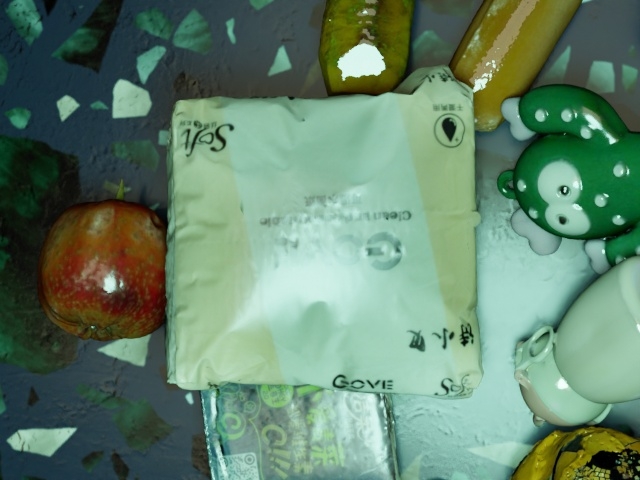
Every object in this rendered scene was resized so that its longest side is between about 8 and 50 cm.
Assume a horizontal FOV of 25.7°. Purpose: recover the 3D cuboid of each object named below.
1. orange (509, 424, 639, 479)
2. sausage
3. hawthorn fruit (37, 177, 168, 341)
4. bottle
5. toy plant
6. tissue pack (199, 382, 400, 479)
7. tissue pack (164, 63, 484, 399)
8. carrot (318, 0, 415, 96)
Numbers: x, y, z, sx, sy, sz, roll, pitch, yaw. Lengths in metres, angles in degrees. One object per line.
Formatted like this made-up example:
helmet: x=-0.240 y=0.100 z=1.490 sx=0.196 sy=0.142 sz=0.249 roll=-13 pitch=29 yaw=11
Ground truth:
orange: x=0.308 y=0.324 z=1.613 sx=0.182 sy=0.234 sz=0.234 roll=43 pitch=95 yaw=-18
sausage: x=0.239 y=-0.259 z=1.691 sx=0.105 sy=0.105 sz=0.274 roll=31 pitch=95 yaw=6
hawthorn fruit: x=-0.261 y=0.022 z=1.724 sx=0.179 sy=0.179 sz=0.200 roll=0 pitch=73 yaw=7
bottle: x=0.326 y=0.136 z=1.643 sx=0.147 sy=0.147 sz=0.236 roll=50 pitch=129 yaw=4
toy plant: x=0.314 y=-0.067 z=1.647 sx=0.243 sy=0.112 sz=0.232 roll=22 pitch=127 yaw=25
tissue pack: x=-0.026 y=0.238 z=1.739 sx=0.235 sy=0.073 sz=0.173 roll=-9 pitch=87 yaw=7
tissue pack: x=0.000 y=0.000 z=1.641 sx=0.376 sy=0.195 sz=0.390 roll=-4 pitch=90 yaw=3
carrot: x=0.063 y=-0.320 z=1.711 sx=0.114 sy=0.114 sz=0.301 roll=7 pitch=87 yaw=7
